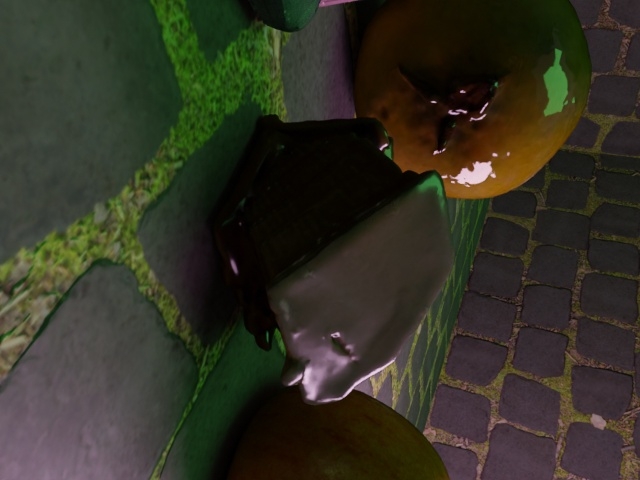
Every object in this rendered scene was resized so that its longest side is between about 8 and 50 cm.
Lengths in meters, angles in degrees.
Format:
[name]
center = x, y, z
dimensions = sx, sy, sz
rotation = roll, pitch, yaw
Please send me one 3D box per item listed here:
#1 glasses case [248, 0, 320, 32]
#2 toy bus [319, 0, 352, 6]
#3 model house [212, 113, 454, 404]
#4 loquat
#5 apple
[glasses case]
center = -0.051, -0.294, 0.465
dimensions = 0.109, 0.067, 0.282
rotation = -65, 155, -19
[toy bus]
center = 0.044, -0.313, 0.671
dimensions = 0.203, 0.090, 0.063
rotation = -47, 132, -53
[model house]
center = 0.001, 0.001, 0.593
dimensions = 0.229, 0.219, 0.200
rotation = 57, -9, 48
[loquat]
center = 0.218, -0.229, 0.847
dimensions = 0.359, 0.328, 0.329
rotation = -56, 151, -61
[apple]
center = 0.029, 0.337, 0.724
dimensions = 0.299, 0.274, 0.299
rotation = -34, 130, -54
